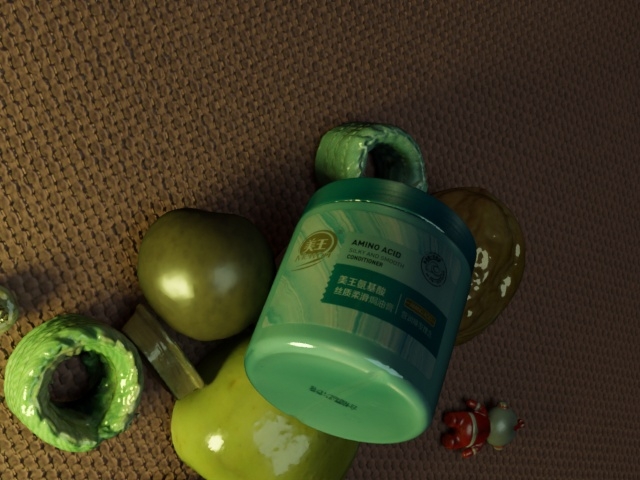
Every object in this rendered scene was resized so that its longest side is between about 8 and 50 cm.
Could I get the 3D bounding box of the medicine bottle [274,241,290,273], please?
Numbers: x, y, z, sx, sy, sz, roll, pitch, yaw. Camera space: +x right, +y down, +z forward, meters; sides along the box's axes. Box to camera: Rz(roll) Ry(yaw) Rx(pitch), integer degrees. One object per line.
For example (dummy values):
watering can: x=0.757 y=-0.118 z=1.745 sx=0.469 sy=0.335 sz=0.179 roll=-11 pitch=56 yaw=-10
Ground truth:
medicine bottle: x=-0.012 y=0.097 z=1.659 sx=0.119 sy=0.094 sz=0.188 roll=-51 pitch=120 yaw=-24

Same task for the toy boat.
toy boat: x=-0.290 y=0.198 z=1.464 sx=0.061 sy=0.116 sz=0.188 roll=-39 pitch=118 yaw=-18

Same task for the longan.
longan: x=-0.201 y=0.052 z=1.447 sx=0.248 sy=0.248 sz=0.248 roll=-5 pitch=99 yaw=-35

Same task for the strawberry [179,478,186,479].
strawberry: x=-0.272 y=0.519 z=1.511 sx=0.148 sy=0.131 sz=0.131 roll=-43 pitch=118 yaw=-32

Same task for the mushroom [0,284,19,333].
mushroom: x=-0.522 y=0.113 z=1.308 sx=0.085 sy=0.079 sz=0.085 roll=-6 pitch=102 yaw=-32

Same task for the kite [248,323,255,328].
kite: x=-0.200 y=0.096 z=1.578 sx=0.189 sy=0.009 sz=0.232 roll=-42 pitch=117 yaw=-24

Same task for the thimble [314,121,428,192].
thimble: x=0.112 y=-0.140 z=1.691 sx=0.235 sy=0.143 sz=0.199 roll=33 pitch=77 yaw=-35

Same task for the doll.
doll: x=0.407 y=0.457 z=2.016 sx=0.245 sy=0.076 sz=0.143 roll=1 pitch=96 yaw=-32

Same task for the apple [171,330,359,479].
apple: x=-0.081 y=0.350 z=1.587 sx=0.360 sy=0.311 sz=0.320 roll=-46 pitch=146 yaw=-26

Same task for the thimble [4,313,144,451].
thimble: x=-0.406 y=0.235 z=1.363 sx=0.218 sy=0.150 sz=0.219 roll=-4 pitch=97 yaw=-35

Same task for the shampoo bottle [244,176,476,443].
shampoo bottle: x=0.073 y=0.126 z=1.412 sx=0.331 sy=0.331 sz=0.343 roll=45 pitch=51 yaw=-31

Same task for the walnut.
walnut: x=0.282 y=0.045 z=1.745 sx=0.306 sy=0.306 sz=0.344 roll=23 pitch=85 yaw=-35
